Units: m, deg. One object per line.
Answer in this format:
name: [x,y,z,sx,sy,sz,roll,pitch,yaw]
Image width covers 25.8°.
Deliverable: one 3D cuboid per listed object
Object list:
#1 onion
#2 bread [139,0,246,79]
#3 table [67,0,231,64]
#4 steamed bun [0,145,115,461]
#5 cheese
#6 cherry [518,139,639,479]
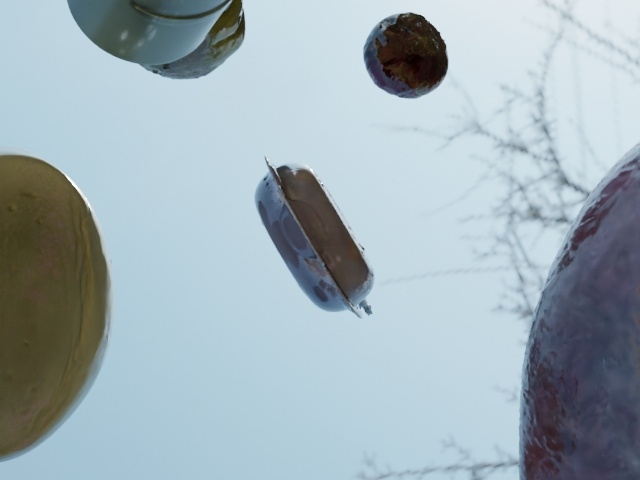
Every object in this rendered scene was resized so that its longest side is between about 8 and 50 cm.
onion: [0.102,-0.220,1.681,0.107,0.097,0.107,4,-112,-11]
bread: [-0.151,-0.289,1.233,0.166,0.383,0.112,17,-125,8]
table: [-0.103,-0.230,1.017,0.126,0.220,0.126,7,-110,-21]
steamed bun: [-0.246,0.047,1.145,0.155,0.200,0.250,-1,-86,-17]
cheese: [0.000,0.000,1.030,0.135,0.052,0.245,61,-176,8]
cherry: [0.185,0.044,0.599,0.192,0.250,0.175,52,-179,-29]
